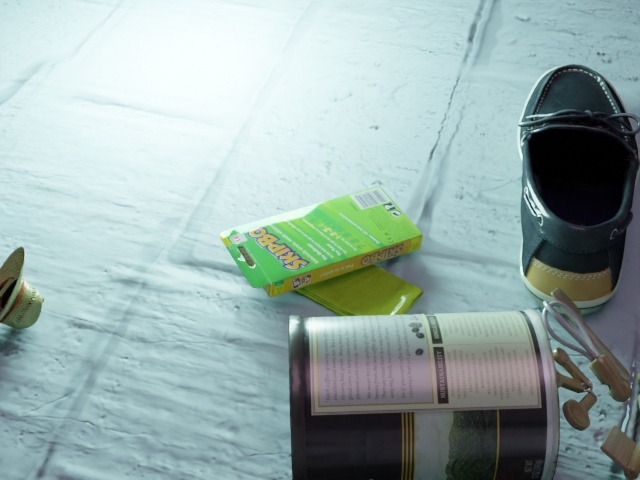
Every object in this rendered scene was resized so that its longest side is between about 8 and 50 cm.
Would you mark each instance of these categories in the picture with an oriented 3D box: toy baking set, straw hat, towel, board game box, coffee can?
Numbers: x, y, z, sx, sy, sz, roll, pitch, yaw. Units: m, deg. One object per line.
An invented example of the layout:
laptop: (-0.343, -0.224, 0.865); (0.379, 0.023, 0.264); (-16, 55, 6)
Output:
toy baking set: (0.336, 0.161, 1.147); (0.197, 0.030, 0.256); (37, 33, -14)
straw hat: (-0.398, 0.083, 1.281); (0.061, 0.144, 0.144); (31, 38, -27)
towel: (0.016, 0.046, 1.345); (0.237, 0.021, 0.102); (27, 53, 25)
board game box: (0.000, 0.000, 1.356); (0.259, 0.039, 0.124); (-15, 45, -24)
coffee can: (0.104, 0.179, 1.084); (0.275, 0.201, 0.201); (-2, 45, -1)

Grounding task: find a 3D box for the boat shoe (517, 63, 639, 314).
boat shoe: (0.374, -0.119, 1.409); (0.187, 0.156, 0.500); (7, 45, 11)
